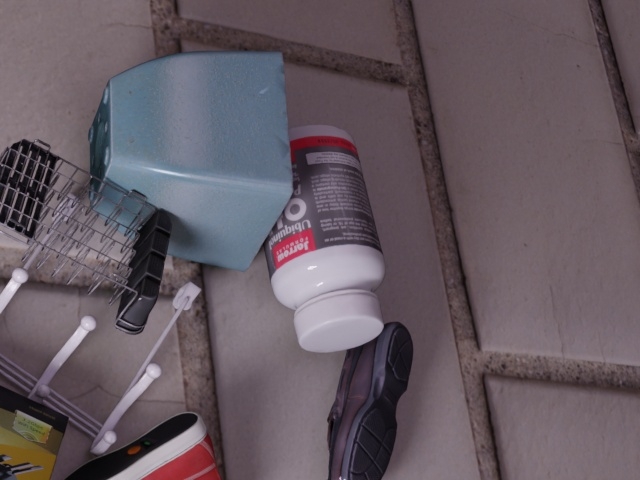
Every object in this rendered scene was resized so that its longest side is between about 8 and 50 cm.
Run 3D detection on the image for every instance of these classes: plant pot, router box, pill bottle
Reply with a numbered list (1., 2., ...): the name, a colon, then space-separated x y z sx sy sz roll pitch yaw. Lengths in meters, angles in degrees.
1. plant pot: -0.201 -0.123 2.287 0.252 0.248 0.247 5 59 -19
2. router box: -0.474 0.247 1.884 0.308 0.081 0.243 26 29 -13
3. pill bottle: 0.000 0.000 2.384 0.176 0.176 0.319 5 60 -34

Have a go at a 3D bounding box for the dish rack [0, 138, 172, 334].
1. dish rack: -0.326 -0.015 2.119 0.271 0.074 0.208 29 34 -19

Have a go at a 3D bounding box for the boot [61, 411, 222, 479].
1. boot: -0.233 0.356 2.062 0.244 0.088 0.176 -26 112 -21

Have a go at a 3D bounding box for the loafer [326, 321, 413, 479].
1. loafer: 0.058 0.255 2.342 0.109 0.095 0.302 54 42 -38

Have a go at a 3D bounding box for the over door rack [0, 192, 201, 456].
1. over door rack: -0.314 0.099 2.145 0.239 0.108 0.324 37 47 -11
